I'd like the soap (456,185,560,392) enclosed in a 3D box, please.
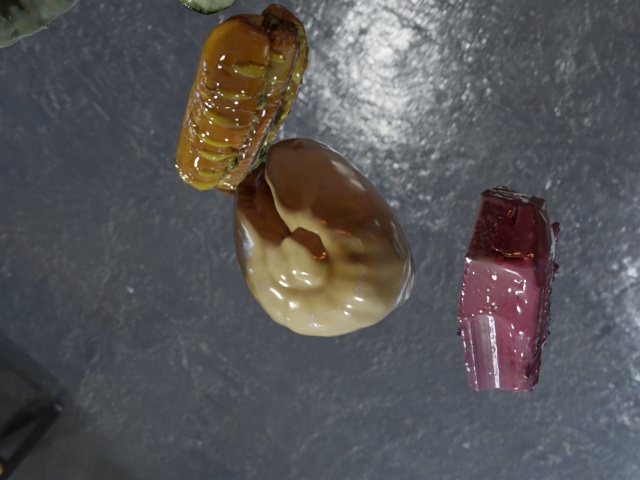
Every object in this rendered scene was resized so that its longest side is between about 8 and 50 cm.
[{"bbox_3d":[0.288,0.077,1.525,0.127,0.220,0.325,9,146,16],"label":"soap"}]

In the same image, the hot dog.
[{"bbox_3d":[-0.078,-0.132,0.998,0.072,0.115,0.269,49,151,13],"label":"hot dog"}]

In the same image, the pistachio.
[{"bbox_3d":[0.000,0.000,0.748,0.145,0.200,0.117,35,101,-21],"label":"pistachio"}]

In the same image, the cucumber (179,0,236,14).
[{"bbox_3d":[-0.105,-0.276,0.988,0.074,0.241,0.074,-1,113,-2],"label":"cucumber"}]

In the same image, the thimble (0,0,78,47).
[{"bbox_3d":[-0.347,-0.360,1.094,0.195,0.291,0.291,50,139,0],"label":"thimble"}]

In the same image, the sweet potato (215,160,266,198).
[{"bbox_3d":[-0.015,-0.053,1.446,0.112,0.112,0.359,-6,155,38],"label":"sweet potato"}]
